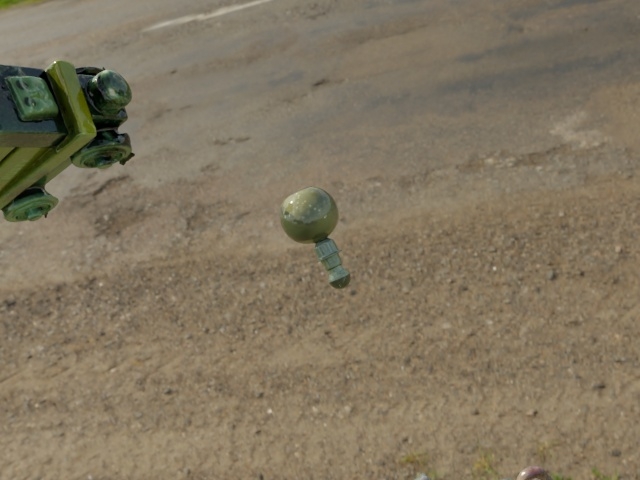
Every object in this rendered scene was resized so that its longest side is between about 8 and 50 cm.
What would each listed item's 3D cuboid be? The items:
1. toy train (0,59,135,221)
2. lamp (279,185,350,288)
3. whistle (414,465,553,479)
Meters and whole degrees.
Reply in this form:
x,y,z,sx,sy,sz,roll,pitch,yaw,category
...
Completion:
x,y,z,sx,sy,sz,roll,pitch,yaw,category
-0.463,-0.139,1.137,0.397,0.160,0.253,-27,-11,34,toy train
0.000,0.000,1.165,0.091,0.163,0.091,-24,-2,-1,lamp
0.072,0.315,0.618,0.346,0.142,0.134,-53,27,9,whistle
